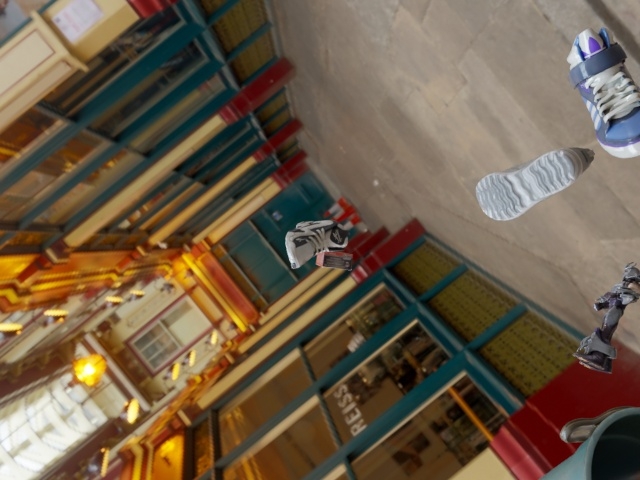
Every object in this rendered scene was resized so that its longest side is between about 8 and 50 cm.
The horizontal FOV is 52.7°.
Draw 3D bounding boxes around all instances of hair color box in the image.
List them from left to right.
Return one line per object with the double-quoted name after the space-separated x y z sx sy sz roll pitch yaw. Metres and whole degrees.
0.042 0.060 2.040 0.093 0.053 0.167 7 -179 -8 "hair color box"

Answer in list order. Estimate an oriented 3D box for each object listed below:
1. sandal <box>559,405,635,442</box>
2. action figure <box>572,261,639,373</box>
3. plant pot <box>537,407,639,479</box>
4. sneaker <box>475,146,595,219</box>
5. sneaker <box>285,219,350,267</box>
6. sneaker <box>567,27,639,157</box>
0.715 0.478 1.627 0.060 0.219 0.090 -115 21 -59 "sandal"
0.716 0.178 1.581 0.099 0.285 0.185 22 170 23 "action figure"
0.521 0.518 1.149 0.341 0.341 0.334 51 145 17 "plant pot"
0.443 -0.116 1.338 0.281 0.115 0.105 -21 89 58 "sneaker"
0.000 0.000 1.756 0.235 0.153 0.094 -49 -52 -72 "sneaker"
0.620 -0.339 1.405 0.236 0.130 0.323 51 -153 -22 "sneaker"
